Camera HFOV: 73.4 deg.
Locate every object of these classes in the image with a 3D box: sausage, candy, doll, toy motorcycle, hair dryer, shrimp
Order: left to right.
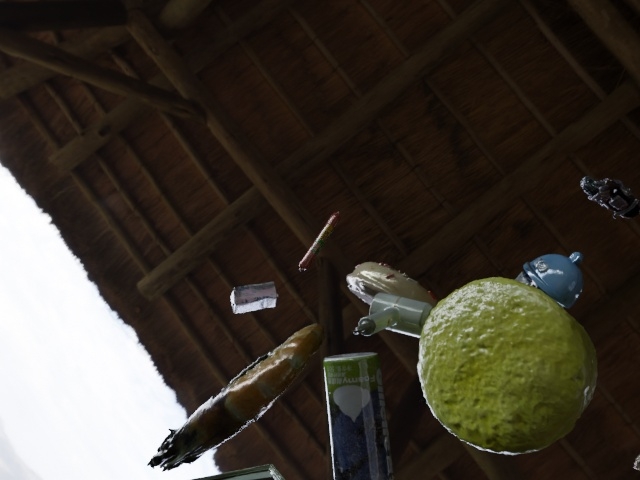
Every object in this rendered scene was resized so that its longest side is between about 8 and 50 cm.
[{"bbox_3d":[-0.167,0.310,0.862,0.445,0.272,0.085,-41,-90,4],"label":"shrimp"},{"bbox_3d":[-0.235,0.201,1.525,0.092,0.160,0.073,110,-31,-57],"label":"candy"},{"bbox_3d":[0.000,0.000,1.235,0.029,0.223,0.029,27,-24,14],"label":"sausage"},{"bbox_3d":[0.178,0.223,1.168,0.173,0.357,0.107,8,-85,30],"label":"hair dryer"},{"bbox_3d":[0.577,0.147,1.160,0.141,0.177,0.314,36,-69,-12],"label":"doll"},{"bbox_3d":[0.840,-0.122,1.238,0.082,0.213,0.122,121,-33,-42],"label":"toy motorcycle"}]

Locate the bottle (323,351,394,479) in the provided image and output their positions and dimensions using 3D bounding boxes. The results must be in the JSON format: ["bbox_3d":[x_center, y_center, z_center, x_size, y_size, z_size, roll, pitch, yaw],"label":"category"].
[{"bbox_3d":[0.065,0.345,0.661,0.093,0.093,0.329,-18,-106,47],"label":"bottle"}]

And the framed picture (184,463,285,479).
[{"bbox_3d":[-0.176,0.481,0.774,0.231,0.294,0.018,0,-94,61],"label":"framed picture"}]

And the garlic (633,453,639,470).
[{"bbox_3d":[0.936,0.594,1.065,0.191,0.214,0.160,12,-85,9],"label":"garlic"}]

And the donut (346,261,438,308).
[{"bbox_3d":[0.275,0.206,1.576,0.383,0.142,0.382,33,-8,5],"label":"donut"}]

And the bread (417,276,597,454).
[{"bbox_3d":[0.421,0.262,0.937,0.348,0.308,0.347,-14,-109,45],"label":"bread"}]

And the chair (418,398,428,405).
[{"bbox_3d":[0.432,0.489,1.362,0.149,0.174,0.213,0,-31,38],"label":"chair"}]
